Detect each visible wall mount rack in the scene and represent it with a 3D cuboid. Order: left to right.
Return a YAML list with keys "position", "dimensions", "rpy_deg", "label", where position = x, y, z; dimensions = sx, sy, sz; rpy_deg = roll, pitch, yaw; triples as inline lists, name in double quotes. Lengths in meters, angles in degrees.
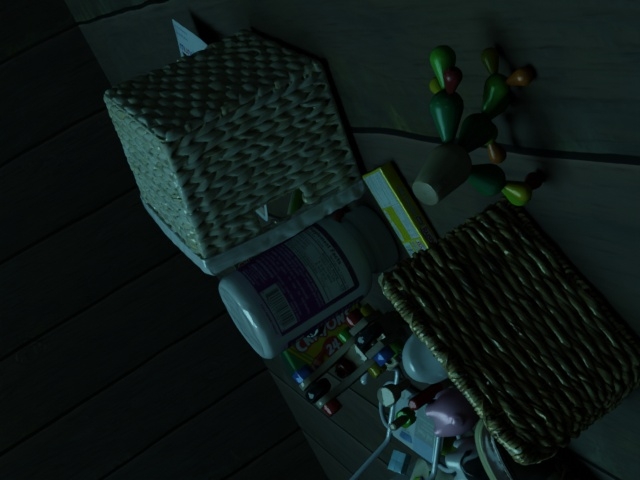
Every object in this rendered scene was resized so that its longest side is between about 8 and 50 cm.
- position: [0.155, 0.436, 2.088]
  dimensions: [0.350, 0.130, 0.304]
  rpy_deg: [-156, 72, -64]
  label: "wall mount rack"

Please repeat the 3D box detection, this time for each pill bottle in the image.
- position: [-0.016, 0.064, 1.763]
  dimensions: [0.169, 0.301, 0.169]
  rpy_deg: [51, 163, 23]
  label: "pill bottle"

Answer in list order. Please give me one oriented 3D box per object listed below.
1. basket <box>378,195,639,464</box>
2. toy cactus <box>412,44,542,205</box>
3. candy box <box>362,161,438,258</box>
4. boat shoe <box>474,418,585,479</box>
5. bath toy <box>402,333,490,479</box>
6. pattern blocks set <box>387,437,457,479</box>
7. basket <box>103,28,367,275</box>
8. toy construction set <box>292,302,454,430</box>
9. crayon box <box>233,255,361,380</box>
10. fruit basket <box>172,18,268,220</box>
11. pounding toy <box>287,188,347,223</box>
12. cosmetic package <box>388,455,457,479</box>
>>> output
- position: [0.231, 0.138, 1.287]
  dimensions: [0.299, 0.223, 0.213]
  rpy_deg: [51, 163, 21]
  label: "basket"
- position: [0.173, -0.105, 1.104]
  dimensions: [0.112, 0.180, 0.219]
  rpy_deg: [8, 137, 44]
  label: "toy cactus"
- position: [0.142, -0.029, 1.607]
  dimensions: [0.206, 0.027, 0.105]
  rpy_deg: [58, 164, -4]
  label: "candy box"
- position: [0.380, 0.403, 1.562]
  dimensions: [0.342, 0.123, 0.123]
  rpy_deg: [56, 157, -5]
  label: "boat shoe"
- position: [0.265, 0.293, 1.677]
  dimensions: [0.129, 0.151, 0.348]
  rpy_deg: [-20, 102, 36]
  label: "bath toy"
- position: [0.232, 0.544, 2.037]
  dimensions: [0.026, 0.285, 0.324]
  rpy_deg: [26, 158, -33]
  label: "pattern blocks set"
- position: [-0.154, -0.169, 1.715]
  dimensions: [0.331, 0.328, 0.266]
  rpy_deg: [37, 150, 54]
  label: "basket"
- position: [0.125, 0.226, 1.954]
  dimensions: [0.308, 0.237, 0.258]
  rpy_deg: [29, 121, 29]
  label: "toy construction set"
- position: [-0.036, 0.132, 2.151]
  dimensions: [0.319, 0.202, 0.081]
  rpy_deg: [63, 164, -20]
  label: "crayon box"
- position: [-0.218, -0.247, 2.062]
  dimensions: [0.327, 0.165, 0.353]
  rpy_deg: [43, 156, 44]
  label: "fruit basket"
- position: [0.000, 0.000, 1.934]
  dimensions: [0.183, 0.110, 0.237]
  rpy_deg: [-32, -51, -77]
  label: "pounding toy"
- position: [0.246, 0.597, 2.211]
  dimensions: [0.151, 0.183, 0.151]
  rpy_deg: [33, 152, 58]
  label: "cosmetic package"
